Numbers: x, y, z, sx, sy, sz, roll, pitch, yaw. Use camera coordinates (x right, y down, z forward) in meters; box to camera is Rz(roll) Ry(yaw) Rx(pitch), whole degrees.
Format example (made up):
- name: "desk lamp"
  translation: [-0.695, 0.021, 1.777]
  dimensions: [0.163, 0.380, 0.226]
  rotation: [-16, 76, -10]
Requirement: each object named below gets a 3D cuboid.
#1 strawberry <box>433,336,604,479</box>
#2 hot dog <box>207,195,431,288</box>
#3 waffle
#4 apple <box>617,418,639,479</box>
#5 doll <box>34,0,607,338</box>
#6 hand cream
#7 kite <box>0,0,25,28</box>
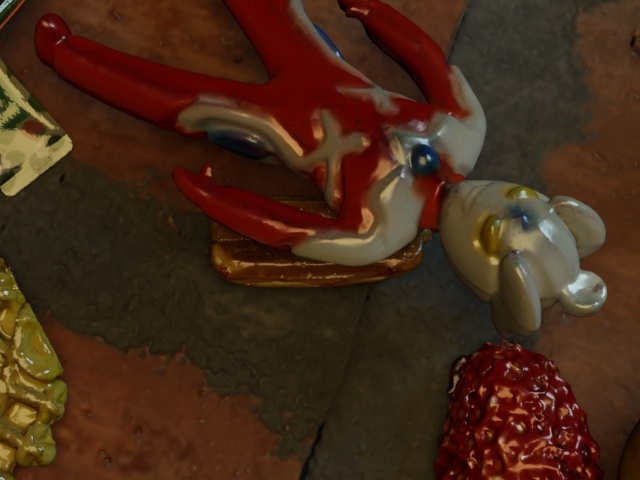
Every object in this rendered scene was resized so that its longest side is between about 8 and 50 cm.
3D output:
- name: "strawberry"
  translation: [0.118, 0.154, 1.162]
  dimensions: [0.121, 0.082, 0.188]
  rotation: [-9, 84, -1]
- name: "hot dog"
  translation: [0.000, 0.000, 1.202]
  dimensions: [0.144, 0.038, 0.062]
  rotation: [-2, 78, -5]
- name: "waffle"
  translation: [-0.247, 0.075, 1.175]
  dimensions: [0.149, 0.051, 0.194]
  rotation: [-27, 88, -6]
- name: "apple"
  translation: [0.275, 0.142, 1.120]
  dimensions: [0.182, 0.182, 0.155]
  rotation: [-43, 58, -8]
- name: "doll"
  translation: [0.012, -0.065, 1.160]
  dimensions: [0.384, 0.099, 0.188]
  rotation: [35, 70, 12]
- name: "hand cream"
  translation: [-0.231, -0.107, 1.217]
  dimensions: [0.057, 0.037, 0.165]
  rotation: [-39, 90, -7]
- name: "kite"
  translation: [-0.227, -0.223, 1.230]
  dimensions: [0.183, 0.014, 0.241]
  rotation: [-14, 71, -17]
